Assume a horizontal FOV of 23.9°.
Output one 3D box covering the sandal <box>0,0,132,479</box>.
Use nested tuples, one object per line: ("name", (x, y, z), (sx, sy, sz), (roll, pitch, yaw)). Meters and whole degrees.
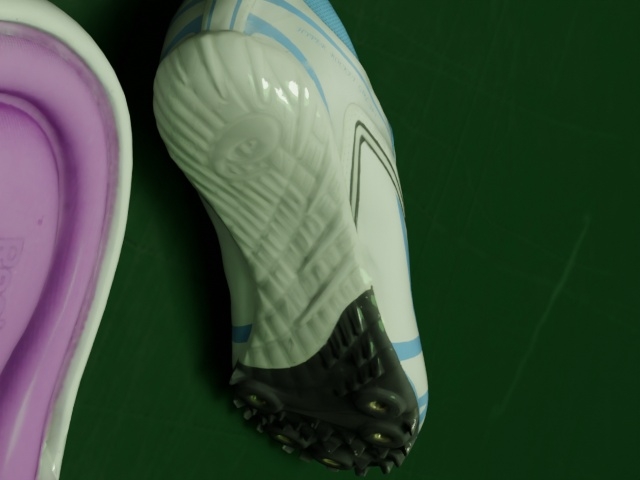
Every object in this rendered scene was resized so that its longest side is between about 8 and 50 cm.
("sandal", (-0.134, 0.128, 0.476), (0.169, 0.102, 0.416), (-8, 114, -39))

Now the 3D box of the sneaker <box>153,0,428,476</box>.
("sneaker", (0.000, 0.000, 0.572), (0.086, 0.085, 0.237), (-63, 151, -42))
